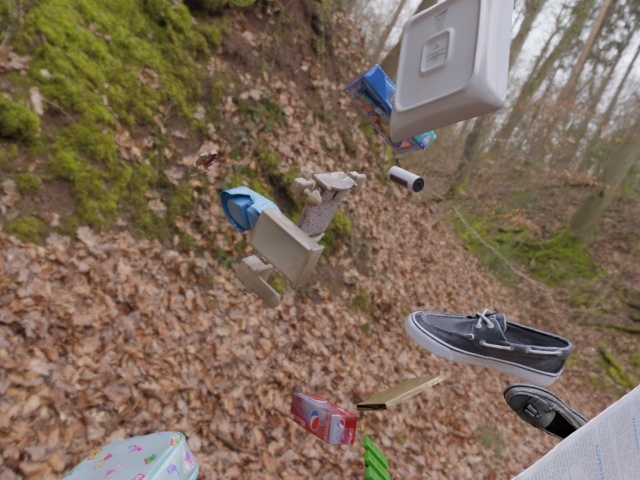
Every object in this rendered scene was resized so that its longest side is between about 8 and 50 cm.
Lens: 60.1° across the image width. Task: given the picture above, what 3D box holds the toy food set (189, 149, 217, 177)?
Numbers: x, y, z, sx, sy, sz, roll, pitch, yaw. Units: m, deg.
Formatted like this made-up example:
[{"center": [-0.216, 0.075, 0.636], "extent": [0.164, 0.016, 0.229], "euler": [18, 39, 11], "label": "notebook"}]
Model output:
[{"center": [-0.314, -0.214, 1.496], "extent": [0.078, 0.122, 0.019], "euler": [-24, 81, -39], "label": "toy food set"}]

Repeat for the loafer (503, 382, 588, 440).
[{"center": [0.595, 0.456, 1.424], "extent": [0.267, 0.096, 0.084], "euler": [28, 28, -12], "label": "loafer"}]

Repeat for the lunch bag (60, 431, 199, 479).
[{"center": [-0.392, 0.486, 1.060], "extent": [0.108, 0.279, 0.224], "euler": [65, 24, -13], "label": "lunch bag"}]

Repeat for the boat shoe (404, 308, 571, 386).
[{"center": [0.312, 0.176, 1.032], "extent": [0.301, 0.102, 0.108], "euler": [19, 28, 6], "label": "boat shoe"}]

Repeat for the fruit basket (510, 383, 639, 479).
[{"center": [0.228, 0.328, 0.485], "extent": [0.353, 0.327, 0.165], "euler": [-14, 4, -42], "label": "fruit basket"}]

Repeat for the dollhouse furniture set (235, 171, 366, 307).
[{"center": [0.000, 0.000, 1.436], "extent": [0.174, 0.303, 0.355], "euler": [41, 31, 23], "label": "dollhouse furniture set"}]

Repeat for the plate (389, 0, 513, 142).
[{"center": [0.228, -0.344, 1.032], "extent": [0.045, 0.278, 0.277], "euler": [16, -13, -32], "label": "plate"}]

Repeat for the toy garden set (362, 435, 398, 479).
[{"center": [0.185, 0.732, 1.624], "extent": [0.204, 0.049, 0.244], "euler": [51, 12, -13], "label": "toy garden set"}]

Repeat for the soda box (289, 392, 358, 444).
[{"center": [0.004, 0.529, 1.654], "extent": [0.092, 0.084, 0.263], "euler": [12, -5, -27], "label": "soda box"}]

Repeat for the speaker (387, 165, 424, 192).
[{"center": [0.288, -0.207, 1.864], "extent": [0.055, 0.055, 0.136], "euler": [29, 5, -40], "label": "speaker"}]

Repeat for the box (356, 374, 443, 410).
[{"center": [0.219, 0.423, 1.532], "extent": [0.164, 0.201, 0.021], "euler": [-35, -106, 60], "label": "box"}]

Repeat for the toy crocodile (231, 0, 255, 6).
[{"center": [-0.082, -0.676, 1.299], "extent": [0.105, 0.340, 0.115], "euler": [49, 7, -5], "label": "toy crocodile"}]

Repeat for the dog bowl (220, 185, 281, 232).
[{"center": [-0.223, -0.085, 1.858], "extent": [0.297, 0.074, 0.166], "euler": [31, -37, 40], "label": "dog bowl"}]

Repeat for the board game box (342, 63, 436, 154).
[{"center": [0.157, -0.297, 1.284], "extent": [0.210, 0.047, 0.160], "euler": [47, -8, -14], "label": "board game box"}]
